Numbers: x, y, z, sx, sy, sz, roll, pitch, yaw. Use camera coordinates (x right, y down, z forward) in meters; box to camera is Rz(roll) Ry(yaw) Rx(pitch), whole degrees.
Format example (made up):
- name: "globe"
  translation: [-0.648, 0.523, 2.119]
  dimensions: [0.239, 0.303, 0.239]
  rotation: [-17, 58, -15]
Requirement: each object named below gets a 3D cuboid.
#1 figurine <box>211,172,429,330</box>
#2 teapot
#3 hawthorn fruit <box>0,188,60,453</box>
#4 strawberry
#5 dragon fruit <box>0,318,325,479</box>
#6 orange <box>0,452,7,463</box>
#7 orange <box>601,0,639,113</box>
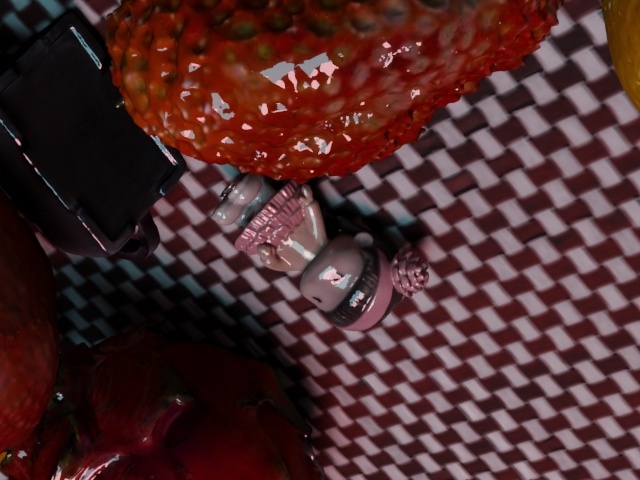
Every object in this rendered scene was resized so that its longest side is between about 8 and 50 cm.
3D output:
- name: "figurine"
  translation: [0.000, 0.000, 0.804]
  dimensions: [0.129, 0.054, 0.072]
  rotation: [39, 119, -2]
- name: "teapot"
  translation: [-0.162, -0.055, 0.802]
  dimensions: [0.096, 0.087, 0.177]
  rotation: [-11, 124, 45]
- name: "hawthorn fruit"
  translation: [-0.257, 0.019, 0.759]
  dimensions: [0.210, 0.230, 0.266]
  rotation: [-11, 105, 3]
- name: "strawberry"
  translation: [-0.013, -0.090, 0.686]
  dimensions: [0.175, 0.106, 0.236]
  rotation: [43, 132, -17]
- name: "dragon fruit"
  translation: [-0.091, 0.166, 0.894]
  dimensions: [0.274, 0.192, 0.193]
  rotation: [29, 128, -20]
- name: "orange"
  translation: [-0.268, 0.094, 0.955]
  dimensions: [0.155, 0.134, 0.154]
  rotation: [2, 111, 7]
- name: "orange"
  translation: [0.223, -0.084, 0.553]
  dimensions: [0.237, 0.158, 0.179]
  rotation: [27, 151, -3]
